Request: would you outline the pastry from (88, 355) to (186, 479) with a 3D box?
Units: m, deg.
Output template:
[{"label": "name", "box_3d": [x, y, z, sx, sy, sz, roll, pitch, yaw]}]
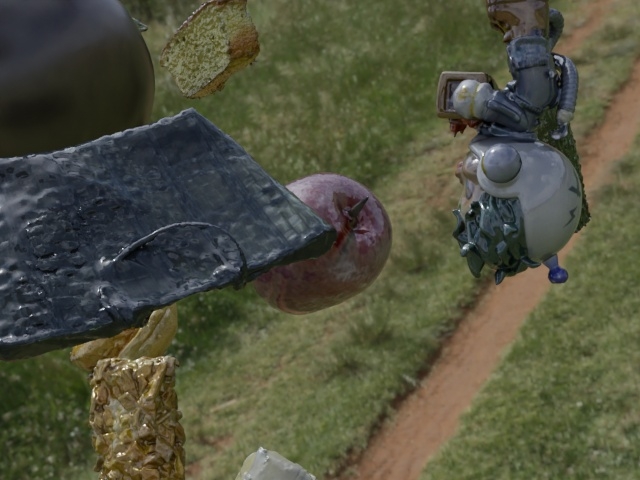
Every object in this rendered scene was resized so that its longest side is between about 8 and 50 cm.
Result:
[{"label": "pastry", "box_3d": [-0.265, 0.289, 1.250, 0.154, 0.250, 0.102, -10, -15, 19]}]

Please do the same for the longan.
[{"label": "longan", "box_3d": [-0.315, -0.142, 0.901, 0.300, 0.300, 0.243, -17, 55, 3]}]

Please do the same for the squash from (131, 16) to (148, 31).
[{"label": "squash", "box_3d": [-0.367, -0.346, 1.366, 0.224, 0.094, 0.094, 15, 31, 20]}]

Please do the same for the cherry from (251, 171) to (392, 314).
[{"label": "cherry", "box_3d": [0.000, 0.000, 1.407, 0.236, 0.213, 0.285, 3, -34, -33]}]

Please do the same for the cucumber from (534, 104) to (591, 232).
[{"label": "cucumber", "box_3d": [0.440, -0.164, 1.675, 0.096, 0.359, 0.096, -16, 39, 13]}]

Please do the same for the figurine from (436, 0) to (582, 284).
[{"label": "figurine", "box_3d": [0.252, -0.129, 1.183, 0.186, 0.382, 0.261, -1, 3, 27]}]

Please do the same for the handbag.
[{"label": "handbag", "box_3d": [-0.136, -0.007, 0.666, 0.270, 0.089, 0.175, -20, 46, -28]}]

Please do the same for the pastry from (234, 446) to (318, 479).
[{"label": "pastry", "box_3d": [-0.044, 0.345, 1.159, 0.166, 0.166, 0.088, 8, 55, 53]}]

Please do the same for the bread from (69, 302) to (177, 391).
[{"label": "bread", "box_3d": [-0.328, 0.158, 1.499, 0.198, 0.120, 0.236, -48, 20, 5]}]

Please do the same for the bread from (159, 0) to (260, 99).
[{"label": "bread", "box_3d": [-0.160, -0.279, 1.282, 0.187, 0.103, 0.065, -25, -1, 42]}]
